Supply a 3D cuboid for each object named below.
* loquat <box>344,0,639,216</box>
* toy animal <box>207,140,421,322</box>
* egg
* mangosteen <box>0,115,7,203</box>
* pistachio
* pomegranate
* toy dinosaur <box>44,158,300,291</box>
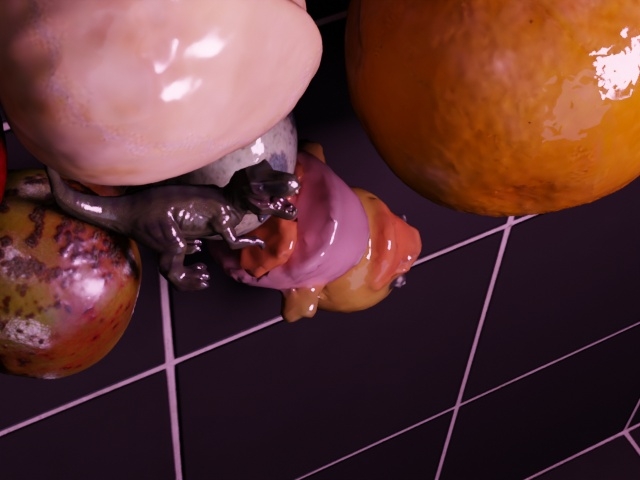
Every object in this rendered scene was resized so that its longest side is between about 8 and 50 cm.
[{"bbox_3d":[0.177,-0.176,1.123,0.328,0.328,0.328,-23,148,-16],"label":"loquat"},{"bbox_3d":[-0.002,0.001,1.359,0.169,0.195,0.281,-5,165,39],"label":"toy animal"},{"bbox_3d":[-0.090,-0.085,1.169,0.141,0.141,0.182,-5,131,-38],"label":"egg"},{"bbox_3d":[-0.334,-0.065,0.844,0.215,0.215,0.257,-36,165,5],"label":"mangosteen"},{"bbox_3d":[-0.132,-0.155,0.950,0.238,0.229,0.321,-14,176,27],"label":"pistachio"},{"bbox_3d":[-0.243,0.022,1.147,0.246,0.198,0.198,-35,162,-55],"label":"pomegranate"},{"bbox_3d":[-0.121,-0.050,1.060,0.187,0.087,0.179,-25,125,0],"label":"toy dinosaur"}]
